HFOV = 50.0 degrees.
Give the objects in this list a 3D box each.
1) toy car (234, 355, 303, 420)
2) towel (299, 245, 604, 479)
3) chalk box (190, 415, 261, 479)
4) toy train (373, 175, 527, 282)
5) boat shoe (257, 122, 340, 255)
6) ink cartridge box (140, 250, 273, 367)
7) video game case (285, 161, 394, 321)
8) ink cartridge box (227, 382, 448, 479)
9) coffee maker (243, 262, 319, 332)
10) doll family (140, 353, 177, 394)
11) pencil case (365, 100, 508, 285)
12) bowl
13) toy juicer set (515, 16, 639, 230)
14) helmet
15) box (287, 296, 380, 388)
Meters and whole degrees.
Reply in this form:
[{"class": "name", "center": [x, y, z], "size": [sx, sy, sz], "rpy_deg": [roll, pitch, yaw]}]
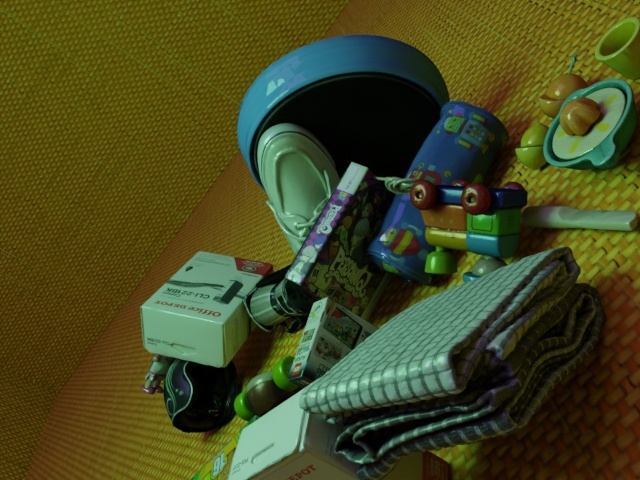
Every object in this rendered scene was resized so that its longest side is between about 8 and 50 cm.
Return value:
[{"class": "toy car", "center": [-0.036, 0.304, 1.108], "size": [0.155, 0.148, 0.188], "rpy_deg": [-45, 52, 39]}, {"class": "towel", "center": [0.152, 0.132, 0.739], "size": [0.235, 0.121, 0.283], "rpy_deg": [-29, 1, 44]}, {"class": "chalk box", "center": [-0.070, 0.416, 0.889], "size": [0.179, 0.180, 0.289], "rpy_deg": [-48, 23, 24]}, {"class": "toy train", "center": [0.169, -0.016, 0.979], "size": [0.248, 0.105, 0.144], "rpy_deg": [9, 101, 47]}, {"class": "boat shoe", "center": [-0.007, -0.018, 1.184], "size": [0.135, 0.367, 0.156], "rpy_deg": [-18, 34, 0]}, {"class": "ink cartridge box", "center": [-0.242, 0.144, 1.518], "size": [0.273, 0.196, 0.114], "rpy_deg": [-55, -30, -58]}, {"class": "video game case", "center": [0.061, 0.016, 1.129], "size": [0.041, 0.232, 0.210], "rpy_deg": [24, 80, 36]}, {"class": "ink cartridge box", "center": [0.022, 0.281, 0.816], "size": [0.158, 0.217, 0.092], "rpy_deg": [-41, 26, 36]}, {"class": "coffee maker", "center": [-0.054, 0.093, 1.410], "size": [0.178, 0.120, 0.171], "rpy_deg": [-27, 35, 53]}, {"class": "doll family", "center": [-0.335, 0.258, 1.616], "size": [0.118, 0.263, 0.163], "rpy_deg": [28, 96, 29]}, {"class": "pencil case", "center": [0.186, -0.068, 1.102], "size": [0.119, 0.133, 0.306], "rpy_deg": [24, 80, 33]}, {"class": "bowl", "center": [0.046, -0.188, 1.239], "size": [0.391, 0.391, 0.077], "rpy_deg": [-41, 44, 37]}, {"class": "toy juicer set", "center": [0.329, -0.137, 0.917], "size": [0.209, 0.089, 0.329], "rpy_deg": [-26, 37, 54]}, {"class": "helmet", "center": [-0.262, 0.318, 1.496], "size": [0.169, 0.169, 0.162], "rpy_deg": [-43, 40, 33]}, {"class": "box", "center": [0.065, 0.173, 0.892], "size": [0.036, 0.207, 0.114], "rpy_deg": [-29, 34, 52]}]
